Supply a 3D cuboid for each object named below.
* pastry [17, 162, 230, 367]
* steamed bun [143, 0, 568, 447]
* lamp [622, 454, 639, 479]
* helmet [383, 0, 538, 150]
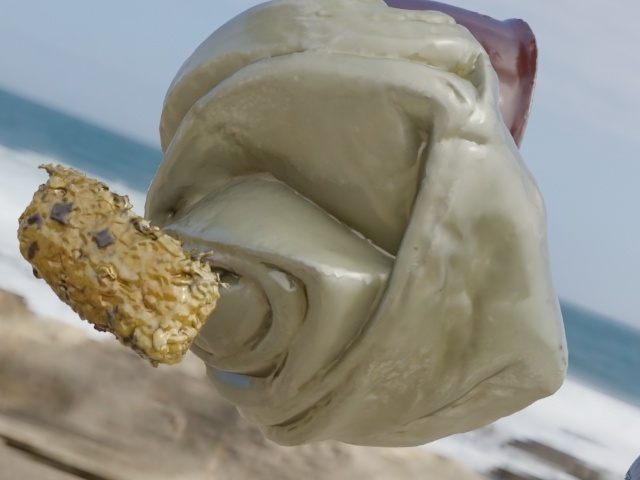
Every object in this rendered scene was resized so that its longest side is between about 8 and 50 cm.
[{"bbox_3d":[-0.126,0.014,1.055,0.140,0.080,0.056,29,-5,23],"label":"pastry"},{"bbox_3d":[0.000,0.000,1.317,0.255,0.367,0.342,-25,13,-23],"label":"steamed bun"},{"bbox_3d":[0.401,0.310,1.904,0.180,0.180,0.258,21,17,-1],"label":"lamp"},{"bbox_3d":[0.044,-0.117,1.894,0.230,0.385,0.337,26,42,-19],"label":"helmet"}]
